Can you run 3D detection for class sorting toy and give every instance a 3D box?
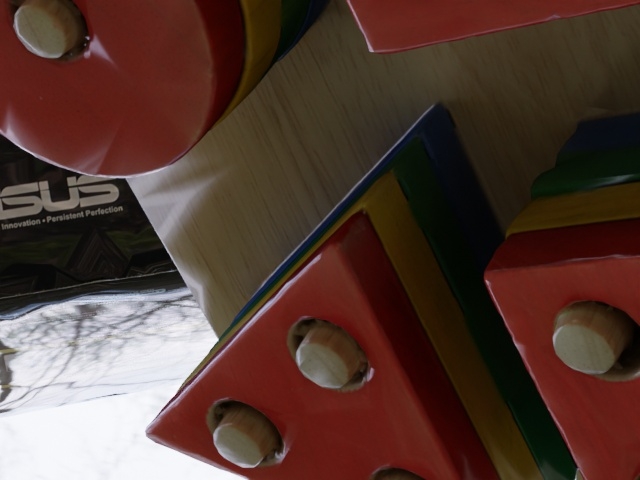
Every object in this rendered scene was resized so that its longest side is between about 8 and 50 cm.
[{"bbox_3d":[0.029,-0.025,0.451,0.089,0.255,0.257,-52,-56,-41],"label":"sorting toy"}]

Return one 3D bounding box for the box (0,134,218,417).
[{"bbox_3d":[0.000,0.000,1.018,0.395,0.318,0.097,-10,-104,-9],"label":"box"}]
